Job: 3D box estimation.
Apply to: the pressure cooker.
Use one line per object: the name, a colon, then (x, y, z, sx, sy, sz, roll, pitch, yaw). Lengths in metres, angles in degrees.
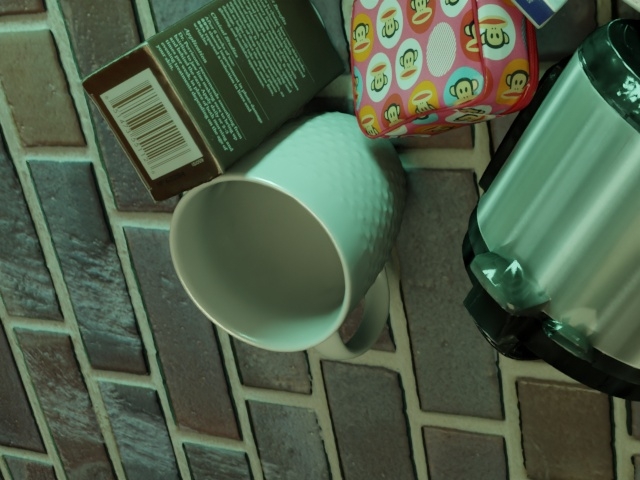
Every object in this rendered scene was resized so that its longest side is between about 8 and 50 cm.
pressure cooker: (0.378, -0.010, 1.266, 0.370, 0.375, 0.420, 25, 123, -6)

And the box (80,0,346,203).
box: (-0.132, -0.229, 1.417, 0.143, 0.381, 0.191, -19, 107, 37)

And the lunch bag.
lunch bag: (0.146, -0.273, 1.329, 0.293, 0.120, 0.258, -8, 87, 60)

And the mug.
mug: (0.000, 0.000, 1.519, 0.276, 0.328, 0.374, -11, 113, 33)

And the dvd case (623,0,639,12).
dvd case: (0.453, -0.247, 1.225, 0.253, 0.180, 0.022, 36, 118, 4)

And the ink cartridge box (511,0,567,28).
ink cartridge box: (0.244, -0.391, 1.220, 0.223, 0.224, 0.045, 45, 146, -3)
